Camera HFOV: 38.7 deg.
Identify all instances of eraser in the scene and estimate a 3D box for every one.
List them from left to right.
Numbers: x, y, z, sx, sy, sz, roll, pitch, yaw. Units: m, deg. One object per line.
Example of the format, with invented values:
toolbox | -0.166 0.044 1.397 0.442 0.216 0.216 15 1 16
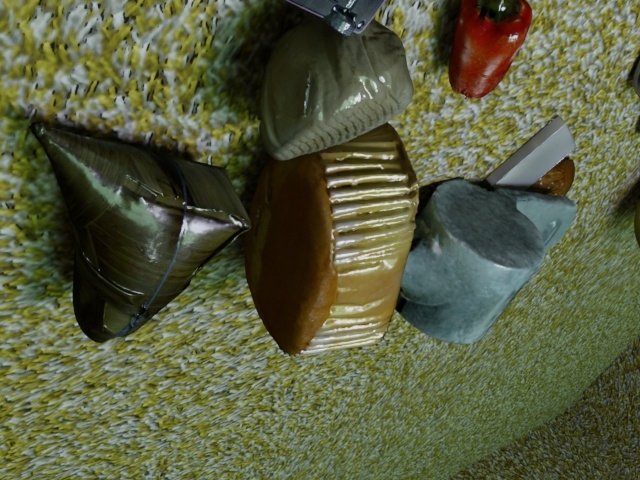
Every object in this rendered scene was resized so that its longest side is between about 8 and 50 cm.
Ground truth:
eraser | 0.335 -0.125 1.449 0.150 0.023 0.104 -41 152 8

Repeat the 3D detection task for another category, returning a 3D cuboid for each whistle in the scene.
whistle | 0.243 0.006 1.405 0.405 0.188 0.168 -35 160 -52

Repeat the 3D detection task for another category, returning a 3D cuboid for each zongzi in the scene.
zongzi | -0.214 0.002 0.854 0.242 0.112 0.221 14 125 -50

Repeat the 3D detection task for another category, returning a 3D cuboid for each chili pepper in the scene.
chili pepper | 0.189 -0.236 1.000 0.084 0.086 0.192 -4 158 -5

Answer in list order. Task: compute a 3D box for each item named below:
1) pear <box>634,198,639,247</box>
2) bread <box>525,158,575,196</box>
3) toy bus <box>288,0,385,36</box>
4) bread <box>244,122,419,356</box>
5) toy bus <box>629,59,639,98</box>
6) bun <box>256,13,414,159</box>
pear | 0.832 -0.037 1.891 0.348 0.348 0.348 -30 154 -17
bread | 0.382 -0.081 1.565 0.126 0.044 0.129 -11 147 -42
toy bus | -0.014 -0.237 0.707 0.096 0.108 0.199 -52 154 18
bread | 0.000 0.000 1.048 0.156 0.204 0.288 -6 140 -21
toy bus | 0.647 -0.295 1.437 0.305 0.143 0.179 -25 154 -27
bun | 0.006 -0.154 0.864 0.166 0.113 0.173 -23 176 -25
